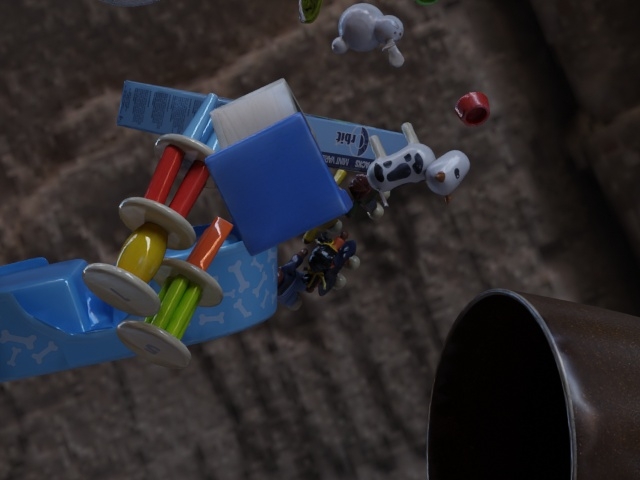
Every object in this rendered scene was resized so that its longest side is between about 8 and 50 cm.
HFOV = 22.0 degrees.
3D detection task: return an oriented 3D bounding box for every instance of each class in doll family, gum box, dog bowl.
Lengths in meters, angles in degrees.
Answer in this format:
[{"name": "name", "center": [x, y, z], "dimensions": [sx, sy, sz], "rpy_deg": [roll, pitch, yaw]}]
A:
[{"name": "doll family", "center": [0.000, 0.000, 1.622], "dimensions": [0.076, 0.193, 0.111], "rpy_deg": [22, -2, 12]}, {"name": "gum box", "center": [-0.047, -0.091, 1.352], "dimensions": [0.184, 0.041, 0.157], "rpy_deg": [15, 6, 38]}, {"name": "dog bowl", "center": [-0.171, 0.049, 1.311], "dimensions": [0.297, 0.074, 0.166], "rpy_deg": [-12, 8, 1]}]

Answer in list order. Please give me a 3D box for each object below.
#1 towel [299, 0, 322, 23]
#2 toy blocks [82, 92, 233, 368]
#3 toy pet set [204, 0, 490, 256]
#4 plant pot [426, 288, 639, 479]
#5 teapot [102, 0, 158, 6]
[{"name": "towel", "center": [-0.003, -0.242, 1.316], "dimensions": [0.021, 0.102, 0.237], "rpy_deg": [13, 16, -5]}, {"name": "toy blocks", "center": [-0.086, -0.008, 1.055], "dimensions": [0.054, 0.148, 0.123], "rpy_deg": [15, -27, 22]}, {"name": "toy pet set", "center": [0.012, -0.046, 0.648], "dimensions": [0.114, 0.065, 0.122], "rpy_deg": [-25, -41, 6]}, {"name": "plant pot", "center": [0.217, 0.143, 1.086], "dimensions": [0.230, 0.215, 0.215], "rpy_deg": [3, -17, -20]}, {"name": "teapot", "center": [-0.160, -0.324, 1.076], "dimensions": [0.187, 0.252, 0.256], "rpy_deg": [-3, -31, 10]}]
